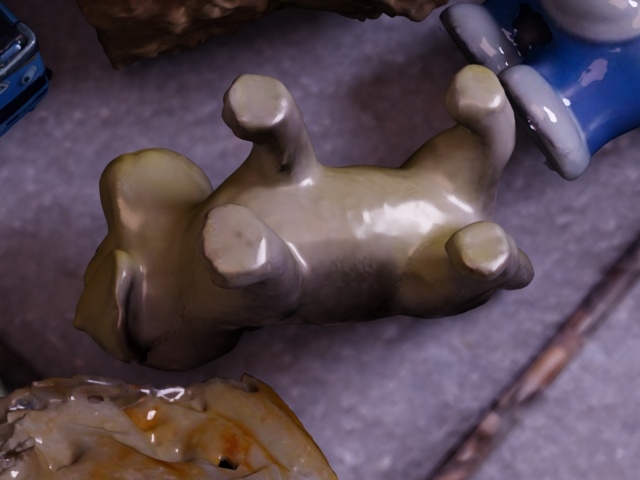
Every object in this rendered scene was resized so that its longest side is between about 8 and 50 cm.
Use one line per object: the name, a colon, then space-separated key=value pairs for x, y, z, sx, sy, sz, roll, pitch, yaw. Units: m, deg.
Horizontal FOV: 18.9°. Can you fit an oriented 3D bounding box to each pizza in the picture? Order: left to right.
pizza: x=-0.100 y=0.143 z=0.872 sx=0.297 sy=0.071 sz=0.189 roll=-3 pitch=57 yaw=-35

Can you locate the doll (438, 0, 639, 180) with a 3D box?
doll: x=0.188 y=-0.139 z=0.960 sx=0.257 sy=0.161 sz=0.215 roll=-31 pitch=53 yaw=-3

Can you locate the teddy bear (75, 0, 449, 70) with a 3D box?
teddy bear: x=-0.070 y=-0.209 z=0.948 sx=0.222 sy=0.246 sz=0.296 roll=-35 pitch=108 yaw=12

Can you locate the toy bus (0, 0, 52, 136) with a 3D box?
toy bus: x=-0.223 y=-0.123 z=0.990 sx=0.090 sy=0.106 sz=0.185 roll=-39 pitch=73 yaw=-11

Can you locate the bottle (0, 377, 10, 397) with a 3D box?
bottle: x=-0.154 y=0.142 z=0.944 sx=0.072 sy=0.072 sz=0.201 roll=-32 pitch=78 yaw=-6

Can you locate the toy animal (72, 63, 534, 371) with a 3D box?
toy animal: x=-0.010 y=-0.005 z=0.925 sx=0.233 sy=0.169 sz=0.121 roll=-5 pitch=64 yaw=0
